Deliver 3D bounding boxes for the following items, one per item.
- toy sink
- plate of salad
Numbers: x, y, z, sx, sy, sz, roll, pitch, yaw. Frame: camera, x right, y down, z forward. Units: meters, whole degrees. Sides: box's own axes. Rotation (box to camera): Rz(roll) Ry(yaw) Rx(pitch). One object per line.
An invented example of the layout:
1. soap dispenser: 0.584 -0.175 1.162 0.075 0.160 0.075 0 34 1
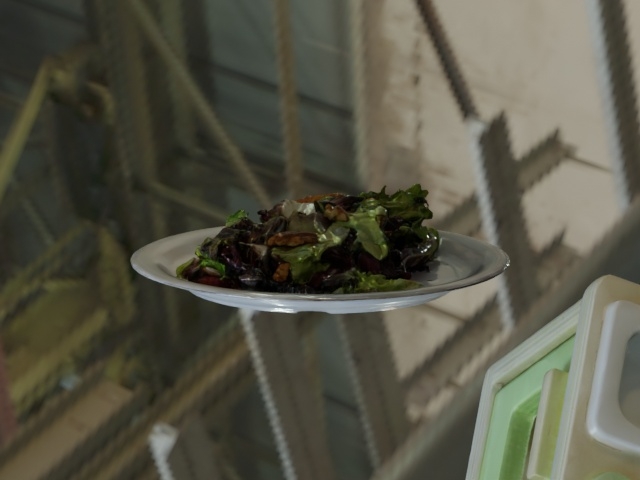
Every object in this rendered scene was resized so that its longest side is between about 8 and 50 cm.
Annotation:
1. toy sink: 0.176 0.120 1.028 0.234 0.131 0.153 134 153 -61
2. plate of salad: 0.000 0.000 0.975 0.200 0.200 0.048 -16 -70 -55
